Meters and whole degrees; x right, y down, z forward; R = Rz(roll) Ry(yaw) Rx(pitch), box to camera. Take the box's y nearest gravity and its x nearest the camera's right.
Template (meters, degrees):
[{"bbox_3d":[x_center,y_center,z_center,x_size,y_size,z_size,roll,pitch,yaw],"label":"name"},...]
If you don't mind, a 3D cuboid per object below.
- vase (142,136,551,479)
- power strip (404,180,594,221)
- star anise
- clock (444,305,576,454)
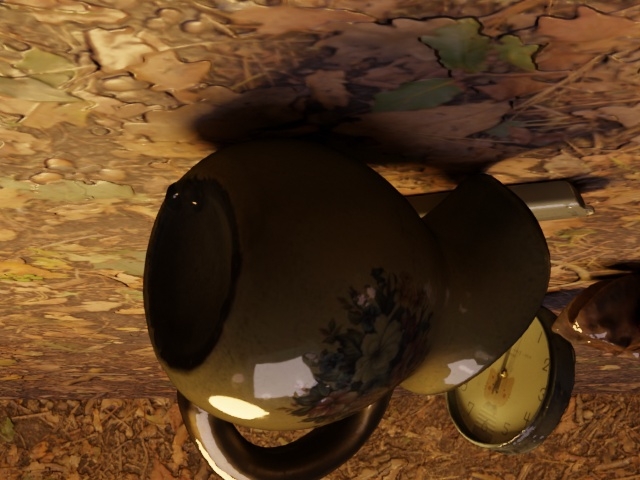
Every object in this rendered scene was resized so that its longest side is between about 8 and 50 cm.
[{"bbox_3d":[0.002,0.080,0.952,0.302,0.329,0.241,7,-157,-35],"label":"vase"},{"bbox_3d":[0.142,-0.028,1.087,0.252,0.027,0.060,-5,166,22],"label":"power strip"},{"bbox_3d":[0.456,0.092,1.410,0.315,0.108,0.315,2,169,0],"label":"star anise"},{"bbox_3d":[0.267,0.194,1.584,0.049,0.226,0.226,15,160,-34],"label":"clock"}]
